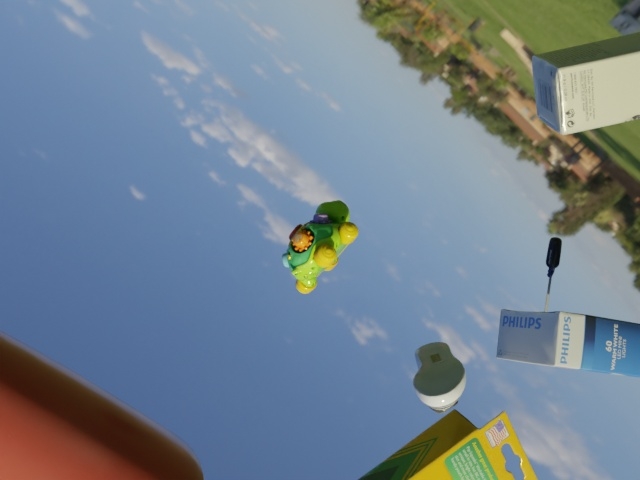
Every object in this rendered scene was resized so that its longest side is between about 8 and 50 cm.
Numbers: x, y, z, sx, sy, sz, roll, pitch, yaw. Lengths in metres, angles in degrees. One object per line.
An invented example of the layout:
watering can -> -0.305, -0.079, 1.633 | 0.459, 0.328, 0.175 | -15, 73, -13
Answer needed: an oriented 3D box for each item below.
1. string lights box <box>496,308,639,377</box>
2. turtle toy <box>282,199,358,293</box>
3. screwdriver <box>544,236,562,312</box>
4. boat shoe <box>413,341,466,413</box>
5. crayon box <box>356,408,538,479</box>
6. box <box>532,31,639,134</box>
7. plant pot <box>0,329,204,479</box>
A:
string lights box -> 0.400, 0.150, 1.095 | 0.259, 0.077, 0.133 | 10, 173, -21
turtle toy -> 0.000, 0.000, 0.948 | 0.066, 0.095, 0.130 | 40, -128, 5
screwdriver -> 0.375, 0.071, 1.262 | 0.025, 0.170, 0.024 | 13, -151, 15
boat shoe -> 0.183, 0.224, 1.177 | 0.228, 0.080, 0.076 | -86, -19, -82
crayon box -> 0.193, 0.429, 1.263 | 0.203, 0.323, 0.083 | 62, 169, -22
box -> 0.433, -0.223, 1.014 | 0.113, 0.275, 0.094 | -95, -6, -67
plant pot -> -0.279, 0.214, 0.651 | 0.243, 0.275, 0.275 | 54, -170, -31
